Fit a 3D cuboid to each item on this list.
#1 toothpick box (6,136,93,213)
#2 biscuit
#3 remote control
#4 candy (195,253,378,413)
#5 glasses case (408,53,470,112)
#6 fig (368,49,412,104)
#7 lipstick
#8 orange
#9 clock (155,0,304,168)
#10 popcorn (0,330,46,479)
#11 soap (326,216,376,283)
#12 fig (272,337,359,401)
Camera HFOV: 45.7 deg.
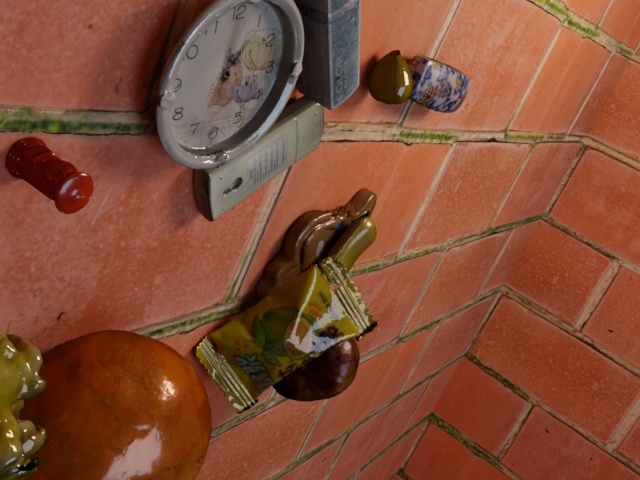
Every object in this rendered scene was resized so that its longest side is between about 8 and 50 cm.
[{"bbox_3d":[-0.263,-0.063,0.743,0.047,0.083,0.047,-43,152,-30],"label":"toothpick box"},{"bbox_3d":[0.002,0.005,1.392,0.319,0.047,0.183,-37,152,-40],"label":"biscuit"},{"bbox_3d":[-0.083,-0.120,1.074,0.233,0.038,0.098,-40,151,-31],"label":"remote control"},{"bbox_3d":[-0.059,0.164,1.307,0.297,0.081,0.187,-33,121,-4],"label":"candy"},{"bbox_3d":[0.214,-0.284,1.398,0.248,0.065,0.087,-8,129,-61],"label":"glasses case"},{"bbox_3d":[0.115,-0.264,1.231,0.074,0.074,0.088,-23,124,-51],"label":"fig"},{"bbox_3d":[0.007,-0.294,0.975,0.077,0.076,0.290,-46,154,-25],"label":"lipstick"},{"bbox_3d":[-0.272,0.252,0.957,0.284,0.226,0.284,-37,148,-28],"label":"orange"},{"bbox_3d":[-0.114,-0.195,0.900,0.236,0.053,0.236,-40,151,-28],"label":"clock"},{"bbox_3d":[-0.366,0.180,0.748,0.189,0.169,0.218,-11,136,-57],"label":"popcorn"},{"bbox_3d":[0.054,0.017,1.392,0.140,0.045,0.089,-51,154,-13],"label":"soap"},{"bbox_3d":[-0.022,0.235,1.491,0.191,0.190,0.290,-48,169,-18],"label":"fig"}]
